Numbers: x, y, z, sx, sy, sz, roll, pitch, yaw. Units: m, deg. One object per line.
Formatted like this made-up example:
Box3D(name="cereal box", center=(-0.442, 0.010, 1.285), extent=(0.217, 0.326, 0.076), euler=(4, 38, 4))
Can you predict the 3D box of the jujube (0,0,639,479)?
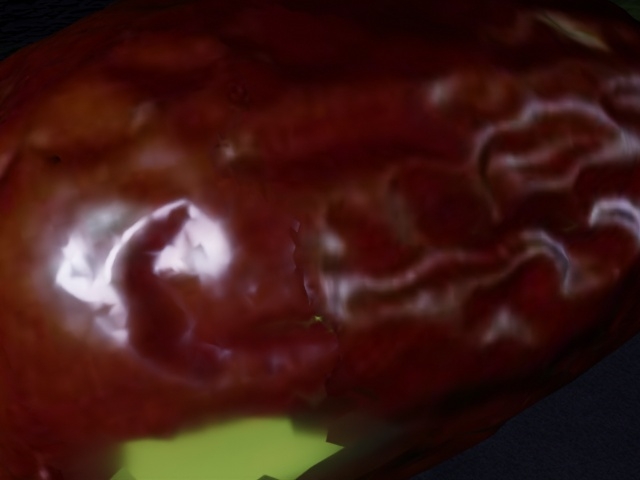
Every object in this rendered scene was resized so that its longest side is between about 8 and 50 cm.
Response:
Box3D(name="jujube", center=(0.000, 0.000, 0.470), extent=(0.318, 0.223, 0.223), euler=(-16, 180, -21))
